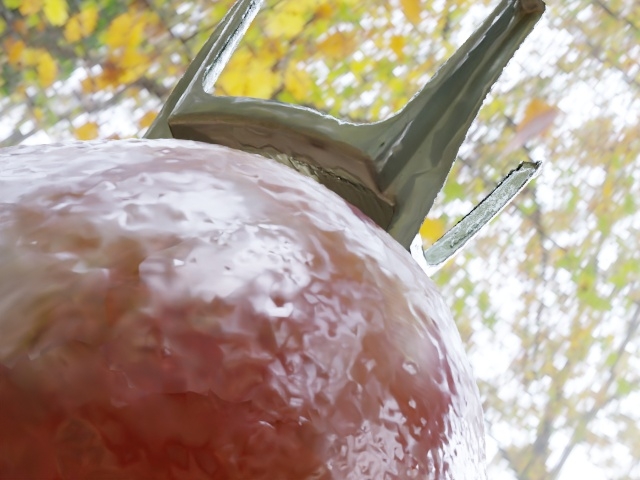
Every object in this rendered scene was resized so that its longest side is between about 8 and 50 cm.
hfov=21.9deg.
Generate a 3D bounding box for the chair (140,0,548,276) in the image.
[{"bbox_3d":[0.000,0.000,0.934,0.203,0.275,0.190,15,-37,32],"label":"chair"}]

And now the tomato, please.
[{"bbox_3d":[-0.123,0.068,0.551,0.334,0.290,0.176,-11,-40,19],"label":"tomato"}]
